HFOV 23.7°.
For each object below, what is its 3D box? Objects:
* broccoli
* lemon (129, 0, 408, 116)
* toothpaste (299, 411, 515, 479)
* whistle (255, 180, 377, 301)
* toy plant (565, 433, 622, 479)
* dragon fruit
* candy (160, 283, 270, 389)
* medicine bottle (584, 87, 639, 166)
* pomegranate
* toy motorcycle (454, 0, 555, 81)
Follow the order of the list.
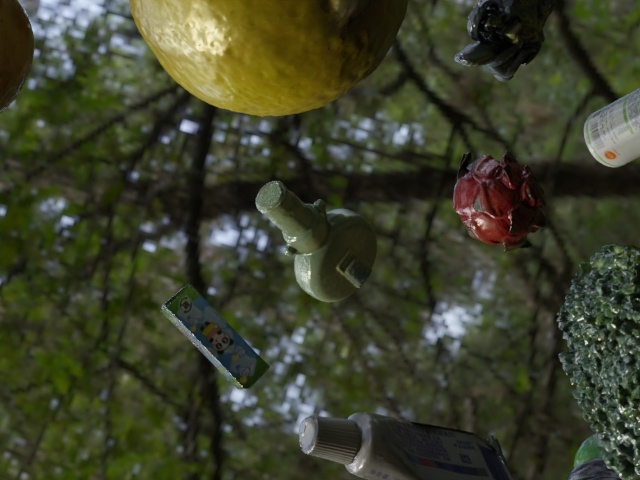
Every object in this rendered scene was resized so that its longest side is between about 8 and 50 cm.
[{"bbox_3d":[0.435,0.146,1.653,0.338,0.317,0.277,-173,85,-84],"label":"broccoli"},{"bbox_3d":[-0.052,-0.252,1.455,0.293,0.293,0.293,18,-90,-72],"label":"lemon"},{"bbox_3d":[0.103,0.239,1.711,0.068,0.282,0.099,-32,50,50],"label":"toothpaste"},{"bbox_3d":[0.000,0.000,1.977,0.126,0.067,0.258,-56,-40,-8],"label":"whistle"},{"bbox_3d":[0.401,0.308,1.906,0.175,0.218,0.235,40,-131,-25],"label":"toy plant"},{"bbox_3d":[0.226,-0.052,1.927,0.142,0.121,0.130,113,169,-74],"label":"dragon fruit"},{"bbox_3d":[-0.175,0.160,2.513,0.062,0.194,0.097,-44,3,-12],"label":"candy"},{"bbox_3d":[0.444,-0.166,2.051,0.183,0.086,0.086,-29,26,53],"label":"medicine bottle"},{"bbox_3d":[-0.454,-0.251,1.869,0.215,0.215,0.215,18,-90,-72],"label":"pomegranate"},{"bbox_3d":[0.229,-0.251,1.890,0.193,0.061,0.124,-23,-48,-49],"label":"toy motorcycle"}]
